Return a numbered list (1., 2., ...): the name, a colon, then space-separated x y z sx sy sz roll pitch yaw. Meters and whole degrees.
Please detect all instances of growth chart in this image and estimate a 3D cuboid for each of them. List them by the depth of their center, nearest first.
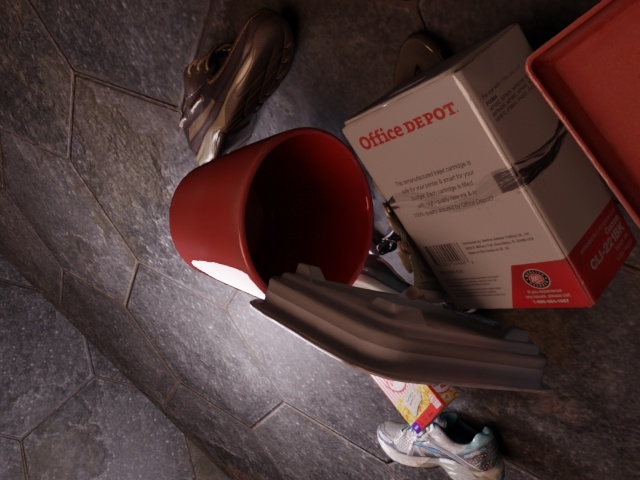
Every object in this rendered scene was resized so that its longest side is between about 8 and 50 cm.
1. growth chart: 0.121 -0.023 0.787 0.021 0.172 0.237 -27 61 28

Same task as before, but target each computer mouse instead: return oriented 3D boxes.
1. computer mouse: 0.184 0.040 0.982 0.193 0.042 0.106 42 139 14

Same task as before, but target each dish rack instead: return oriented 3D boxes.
1. dish rack: 0.107 0.104 0.767 0.333 0.072 0.285 15 -178 -36

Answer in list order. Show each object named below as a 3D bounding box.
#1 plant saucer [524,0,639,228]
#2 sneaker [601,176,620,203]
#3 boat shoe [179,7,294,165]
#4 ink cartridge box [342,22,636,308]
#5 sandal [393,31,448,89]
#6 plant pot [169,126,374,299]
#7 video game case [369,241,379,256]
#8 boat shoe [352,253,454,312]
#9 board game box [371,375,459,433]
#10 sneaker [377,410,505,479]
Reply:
1. plant saucer: 0.366 -0.143 0.547 0.258 0.048 0.259 -36 97 24
2. sneaker: 0.360 -0.084 0.658 0.271 0.100 0.108 32 130 10
3. boat shoe: -0.161 -0.243 0.973 0.130 0.132 0.355 45 142 1
4. ink cartridge box: 0.177 -0.064 0.665 0.273 0.114 0.197 55 152 -14
5. sandal: 0.115 -0.174 0.826 0.090 0.060 0.219 37 143 12
6. plant pot: -0.092 -0.032 0.957 0.243 0.275 0.275 1 125 45
7. video game case: 0.000 0.000 1.137 0.201 0.023 0.183 43 144 6
8. boat shoe: 0.185 0.128 1.013 0.319 0.099 0.116 30 133 1
9. board game box: 0.162 0.257 1.163 0.193 0.045 0.147 50 147 24
10. sneaker: 0.239 0.397 1.237 0.283 0.110 0.122 3 109 39
